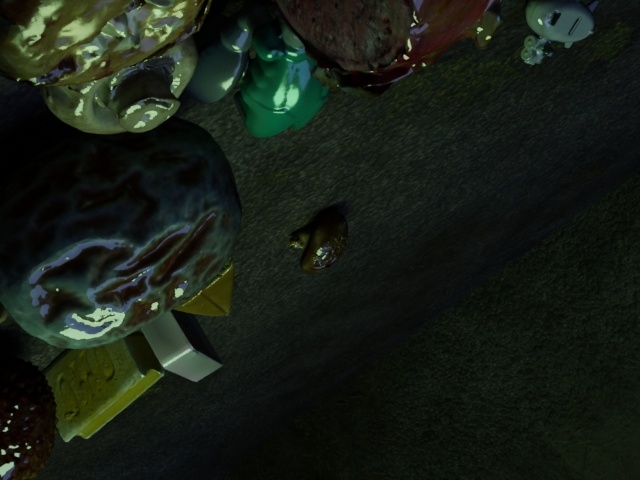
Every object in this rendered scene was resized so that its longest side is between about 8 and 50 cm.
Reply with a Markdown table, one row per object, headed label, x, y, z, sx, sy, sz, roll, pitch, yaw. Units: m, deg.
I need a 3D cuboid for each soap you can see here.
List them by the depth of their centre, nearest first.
| label | x | y | z | sx | sy | sz | roll | pitch | yaw |
| --- | --- | --- | --- | --- | --- | --- | --- | --- | --- |
| soap | -0.389 | 0.238 | 1.792 | 0.232 | 0.140 | 0.073 | -40 | 160 | 27 |

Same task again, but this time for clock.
| label | x | y | z | sx | sy | sz | roll | pitch | yaw |
| --- | --- | --- | --- | --- | --- | --- | --- | --- | --- |
| clock | -0.255 | 0.161 | 1.782 | 0.063 | 0.150 | 0.197 | -33 | 162 | 0 |

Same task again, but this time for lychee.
| label | x | y | z | sx | sy | sz | roll | pitch | yaw |
| --- | --- | --- | --- | --- | --- | --- | --- | --- | --- |
| lychee | -0.519 | 0.285 | 1.589 | 0.236 | 0.236 | 0.271 | -32 | -178 | 4 |

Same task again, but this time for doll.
| label | x | y | z | sx | sy | sz | roll | pitch | yaw |
| --- | --- | --- | --- | --- | --- | --- | --- | --- | --- |
| doll | -0.030 | -0.220 | 1.135 | 0.195 | 0.153 | 0.258 | -2 | 156 | -45 |

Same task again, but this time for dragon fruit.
| label | x | y | z | sx | sy | sz | roll | pitch | yaw |
| --- | --- | --- | --- | --- | --- | --- | --- | --- | --- |
| dragon fruit | 0.103 | -0.313 | 0.882 | 0.263 | 0.296 | 0.314 | -26 | 170 | -22 |

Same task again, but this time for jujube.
| label | x | y | z | sx | sy | sz | roll | pitch | yaw |
| --- | --- | --- | --- | --- | --- | --- | --- | --- | --- |
| jujube | -0.238 | -0.017 | 1.188 | 0.308 | 0.246 | 0.215 | -42 | -165 | -10 |

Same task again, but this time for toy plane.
| label | x | y | z | sx | sy | sz | roll | pitch | yaw |
| --- | --- | --- | --- | --- | --- | --- | --- | --- | --- |
| toy plane | 0.358 | -0.338 | 1.525 | 0.174 | 0.080 | 0.174 | -34 | 150 | -23 |

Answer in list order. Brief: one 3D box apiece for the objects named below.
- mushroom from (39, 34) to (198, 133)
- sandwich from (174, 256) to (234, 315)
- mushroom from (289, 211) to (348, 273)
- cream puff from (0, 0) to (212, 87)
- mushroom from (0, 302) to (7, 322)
| label | x | y | z | sx | sy | sz | roll | pitch | yaw |
| --- | --- | --- | --- | --- | --- | --- | --- | --- | --- |
| mushroom | -0.204 | -0.172 | 1.032 | 0.166 | 0.127 | 0.166 | -22 | 154 | -11 |
| sandwich | -0.168 | 0.040 | 1.648 | 0.144 | 0.117 | 0.187 | -33 | 161 | 18 |
| mushroom | 0.005 | 0.006 | 1.871 | 0.109 | 0.085 | 0.126 | -15 | 145 | -33 |
| cream puff | -0.195 | -0.231 | 0.830 | 0.240 | 0.164 | 0.240 | -31 | 176 | -3 |
| mushroom | -0.482 | 0.069 | 1.300 | 0.097 | 0.088 | 0.212 | -21 | 168 | 2 |
